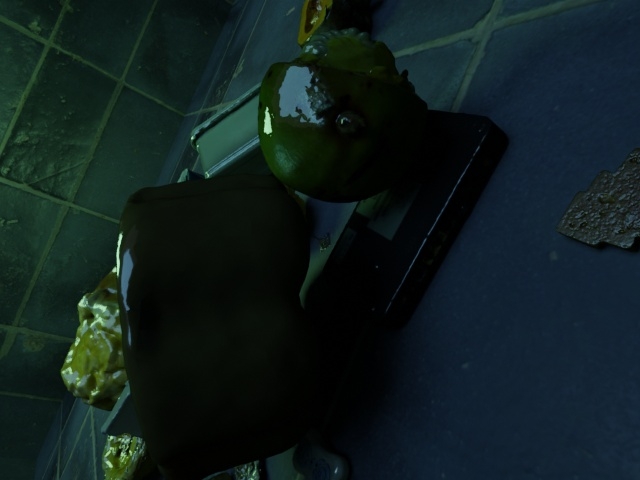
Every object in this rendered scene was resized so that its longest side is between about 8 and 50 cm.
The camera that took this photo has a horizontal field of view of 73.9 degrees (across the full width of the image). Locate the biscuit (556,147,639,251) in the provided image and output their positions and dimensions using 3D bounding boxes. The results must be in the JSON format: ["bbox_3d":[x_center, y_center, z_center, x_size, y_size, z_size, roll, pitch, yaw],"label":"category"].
[{"bbox_3d":[0.323,-0.035,0.461,0.130,0.019,0.120,-27,49,45],"label":"biscuit"}]

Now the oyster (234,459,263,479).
[{"bbox_3d":[-0.161,0.419,0.847,0.106,0.061,0.200,-57,33,17],"label":"oyster"}]

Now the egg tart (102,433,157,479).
[{"bbox_3d":[-0.528,0.582,1.234,0.288,0.118,0.288,-37,40,40],"label":"egg tart"}]

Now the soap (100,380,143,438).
[{"bbox_3d":[-0.370,0.334,1.027,0.302,0.257,0.159,29,95,59],"label":"soap"}]

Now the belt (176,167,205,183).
[{"bbox_3d":[-0.472,-0.027,1.492,0.300,0.173,0.437,-8,64,57],"label":"belt"}]

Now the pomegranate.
[{"bbox_3d":[0.030,-0.185,0.696,0.341,0.260,0.261,-47,-18,-88],"label":"pomegranate"}]

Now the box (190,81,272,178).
[{"bbox_3d":[-0.201,-0.267,1.198,0.311,0.175,0.183,-29,54,17],"label":"box"}]

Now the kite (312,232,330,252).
[{"bbox_3d":[0.003,-0.005,0.933,0.044,0.002,0.078,-53,35,20],"label":"kite"}]

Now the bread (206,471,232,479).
[{"bbox_3d":[-0.173,0.592,0.774,0.264,0.163,0.168,30,95,27],"label":"bread"}]

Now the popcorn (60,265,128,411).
[{"bbox_3d":[-0.511,0.282,1.214,0.344,0.354,0.390,9,82,16],"label":"popcorn"}]

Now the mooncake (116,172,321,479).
[{"bbox_3d":[-0.152,0.122,0.693,0.467,0.262,0.467,174,90,-76],"label":"mooncake"}]

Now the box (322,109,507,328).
[{"bbox_3d":[0.139,-0.046,0.708,0.350,0.058,0.211,-62,30,5],"label":"box"}]

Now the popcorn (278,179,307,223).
[{"bbox_3d":[-0.116,-0.057,0.998,0.170,0.179,0.180,99,-178,-71],"label":"popcorn"}]

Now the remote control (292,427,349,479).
[{"bbox_3d":[-0.003,0.357,0.679,0.122,0.032,0.074,13,82,59],"label":"remote control"}]

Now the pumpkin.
[{"bbox_3d":[0.050,-0.621,1.144,0.221,0.139,0.317,-30,44,48],"label":"pumpkin"}]
